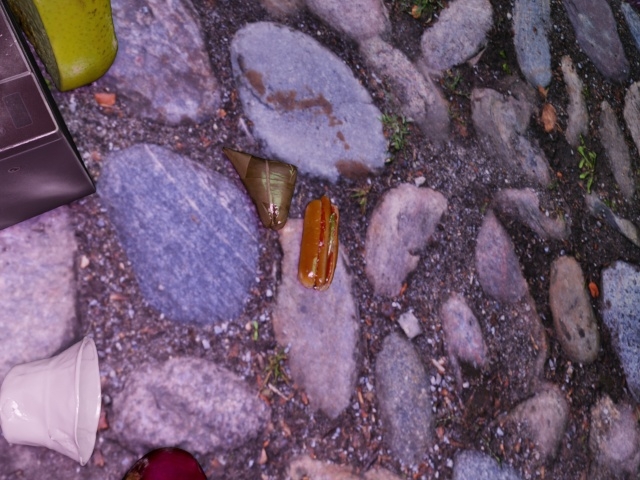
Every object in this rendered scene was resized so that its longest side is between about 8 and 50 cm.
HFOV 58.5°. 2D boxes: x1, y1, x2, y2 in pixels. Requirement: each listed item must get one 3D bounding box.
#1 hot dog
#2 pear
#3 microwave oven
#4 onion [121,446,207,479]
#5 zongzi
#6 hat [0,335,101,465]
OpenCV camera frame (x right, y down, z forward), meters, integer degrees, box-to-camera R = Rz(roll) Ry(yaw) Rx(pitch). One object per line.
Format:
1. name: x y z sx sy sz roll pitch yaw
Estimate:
1. hot dog: 0.000 0.000 1.299 0.092 0.062 0.235 12 67 -22
2. pear: -0.489 -0.461 1.075 0.159 0.292 0.292 -32 90 -24
3. microwave oven: -0.568 -0.257 0.882 0.237 0.374 0.431 -25 85 -15
4. onion: -0.241 0.449 0.965 0.198 0.135 0.173 28 65 -21
5. zongzi: -0.146 -0.113 1.252 0.176 0.078 0.160 16 66 -13
6. hat: -0.433 0.256 0.917 0.126 0.203 0.202 0 72 -10
